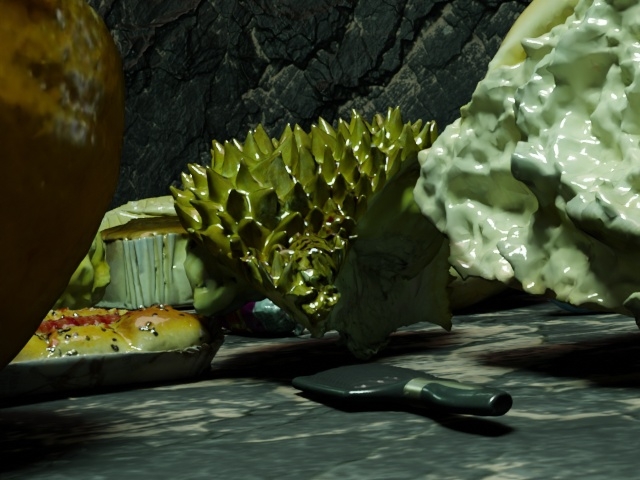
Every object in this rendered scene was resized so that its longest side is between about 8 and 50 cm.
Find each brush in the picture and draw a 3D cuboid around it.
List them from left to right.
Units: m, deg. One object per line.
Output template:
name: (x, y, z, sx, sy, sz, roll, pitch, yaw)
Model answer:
brush: (0.043, 0.070, 0.586, 0.063, 0.016, 0.193, -5, 1, -20)

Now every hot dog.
hot dog: (-0.156, 0.064, 0.750, 0.191, 0.059, 0.108, -1, 4, -26)

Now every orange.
orange: (-0.235, -0.022, 0.550, 0.310, 0.274, 0.274, -47, -5, 6)

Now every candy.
candy: (-0.055, 0.059, 1.033, 0.043, 0.045, 0.175, -42, 21, -25)

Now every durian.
durian: (0.000, 0.000, 0.809, 0.172, 0.166, 0.306, -8, 1, 13)

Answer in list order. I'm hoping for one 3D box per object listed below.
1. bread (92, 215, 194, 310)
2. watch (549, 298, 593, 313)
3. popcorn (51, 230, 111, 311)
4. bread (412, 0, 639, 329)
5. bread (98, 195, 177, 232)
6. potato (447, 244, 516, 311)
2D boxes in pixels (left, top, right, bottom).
bread: (-0.167, 0.024, 1.490, 0.210, 0.110, 0.192, -5, 2, -29)
watch: (0.278, -0.040, 1.036, 0.211, 0.211, 0.193, -4, 19, 12)
popcorn: (-0.287, 0.010, 1.039, 0.218, 0.169, 0.189, 19, 21, 34)
bread: (0.233, -0.052, 0.669, 0.270, 0.211, 0.315, 9, 6, -22)
bread: (-0.194, 0.008, 1.666, 0.236, 0.140, 0.106, -4, 4, 0)
potato: (0.122, 0.026, 1.148, 0.164, 0.081, 0.200, 8, 11, 41)
